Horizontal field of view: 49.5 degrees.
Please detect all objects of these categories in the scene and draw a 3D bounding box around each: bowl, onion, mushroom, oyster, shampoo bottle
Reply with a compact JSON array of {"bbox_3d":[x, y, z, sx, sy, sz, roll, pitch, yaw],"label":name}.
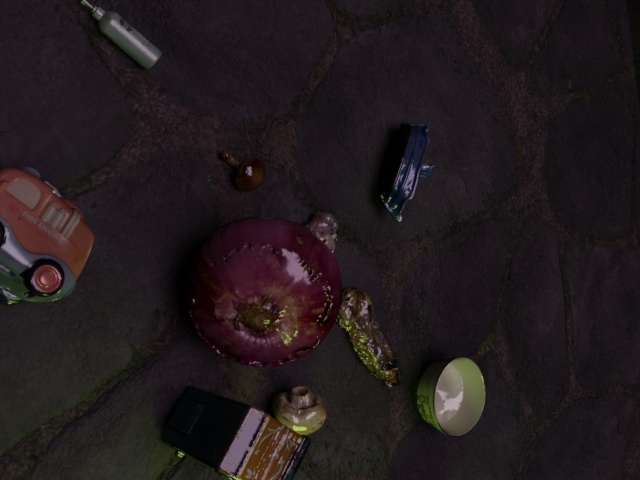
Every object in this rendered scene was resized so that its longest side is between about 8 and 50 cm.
[{"bbox_3d":[0.377,0.462,2.090,0.238,0.126,0.237,1,89,-37],"label":"bowl"},{"bbox_3d":[-0.124,0.116,1.607,0.345,0.359,0.358,-20,105,-79],"label":"onion"},{"bbox_3d":[-0.190,-0.171,1.696,0.130,0.073,0.088,32,104,-29],"label":"mushroom"},{"bbox_3d":[0.150,0.280,1.958,0.129,0.079,0.345,-43,112,-39],"label":"oyster"},{"bbox_3d":[-0.439,-0.456,1.515,0.195,0.056,0.056,38,67,-31],"label":"shampoo bottle"},{"bbox_3d":[-0.053,0.428,1.755,0.148,0.148,0.112,-16,115,-37],"label":"mushroom"}]

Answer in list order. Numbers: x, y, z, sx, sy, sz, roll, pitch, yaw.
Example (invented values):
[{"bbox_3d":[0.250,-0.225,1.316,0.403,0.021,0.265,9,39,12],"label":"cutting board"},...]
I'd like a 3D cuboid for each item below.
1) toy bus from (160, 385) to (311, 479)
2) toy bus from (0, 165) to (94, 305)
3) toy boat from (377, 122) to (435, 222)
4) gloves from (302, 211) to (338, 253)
[{"bbox_3d":[-0.196,0.438,1.523,0.194,0.323,0.161,40,67,-29],"label":"toy bus"},{"bbox_3d":[-0.573,-0.018,1.328,0.287,0.194,0.232,45,56,-28],"label":"toy bus"},{"bbox_3d":[0.256,-0.200,2.001,0.143,0.129,0.309,23,77,-21],"label":"toy boat"},{"bbox_3d":[-0.003,-0.008,1.829,0.110,0.094,0.144,30,63,-45],"label":"gloves"}]
